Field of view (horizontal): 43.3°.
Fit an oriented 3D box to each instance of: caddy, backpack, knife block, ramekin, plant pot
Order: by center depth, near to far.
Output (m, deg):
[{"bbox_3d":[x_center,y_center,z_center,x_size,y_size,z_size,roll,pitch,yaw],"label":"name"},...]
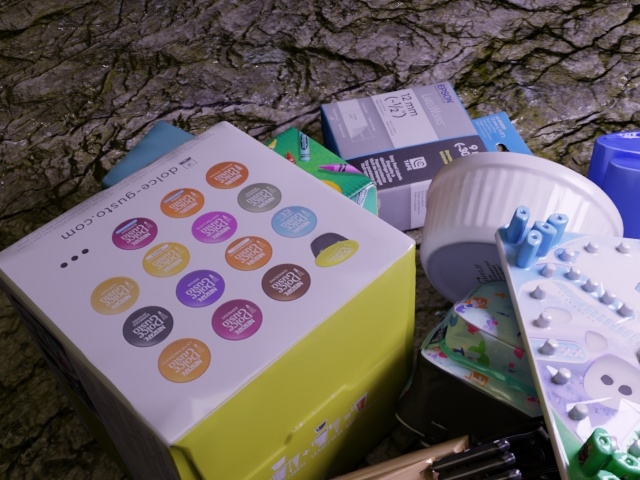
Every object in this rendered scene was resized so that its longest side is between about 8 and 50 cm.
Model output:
[{"bbox_3d":[0.128,0.262,0.846,0.242,0.276,0.088,-13,77,-27],"label":"knife block"},{"bbox_3d":[0.231,0.162,0.974,0.225,0.191,0.253,27,18,17],"label":"backpack"},{"bbox_3d":[0.262,0.012,1.103,0.273,0.273,0.127,14,60,19],"label":"ramekin"},{"bbox_3d":[0.545,-0.048,1.185,0.341,0.179,0.241,2,22,8],"label":"caddy"},{"bbox_3d":[-0.192,-0.047,1.281,0.234,0.165,0.165,22,52,15],"label":"plant pot"}]

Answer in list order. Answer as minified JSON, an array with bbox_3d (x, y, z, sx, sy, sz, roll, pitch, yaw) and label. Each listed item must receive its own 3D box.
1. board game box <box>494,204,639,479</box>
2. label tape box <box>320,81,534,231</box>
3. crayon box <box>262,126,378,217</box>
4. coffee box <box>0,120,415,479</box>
[{"bbox_3d":[0.407,0.120,0.837,0.390,0.050,0.390,7,41,-8],"label":"board game box"},{"bbox_3d":[0.195,-0.153,1.366,0.348,0.115,0.249,-13,46,-4],"label":"label tape box"},{"bbox_3d":[0.000,0.000,1.123,0.081,0.278,0.165,-35,52,-24],"label":"crayon box"},{"bbox_3d":[-0.114,0.126,0.972,0.338,0.338,0.334,-37,54,-26],"label":"coffee box"}]
